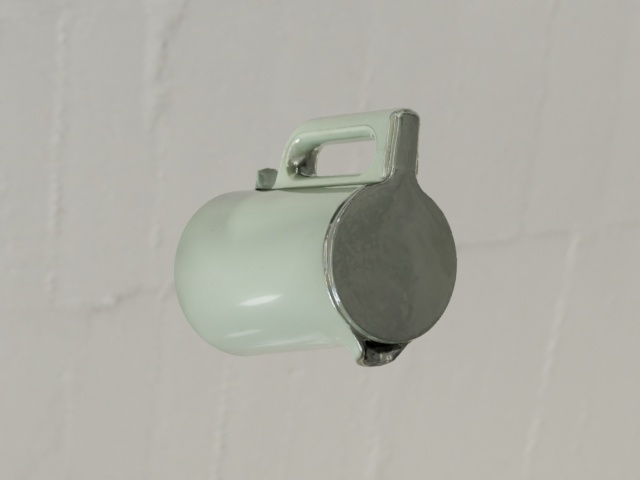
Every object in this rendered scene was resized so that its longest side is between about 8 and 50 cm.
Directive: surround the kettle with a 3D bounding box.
[{"bbox_3d":[0.003,0.005,0.978,0.098,0.148,0.127,46,-118,-23],"label":"kettle"}]
